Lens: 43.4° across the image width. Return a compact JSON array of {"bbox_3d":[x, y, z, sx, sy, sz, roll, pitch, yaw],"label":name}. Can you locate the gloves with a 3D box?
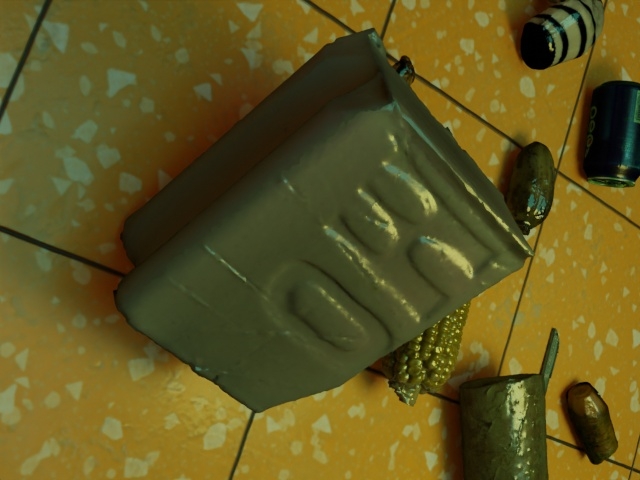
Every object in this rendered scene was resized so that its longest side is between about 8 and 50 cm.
[{"bbox_3d":[0.474,-0.413,1.526,0.218,0.131,0.140,-33,113,-19],"label":"gloves"}]

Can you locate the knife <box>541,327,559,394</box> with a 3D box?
[{"bbox_3d":[0.446,0.278,1.603,0.028,0.015,0.210,25,78,-27],"label":"knife"}]

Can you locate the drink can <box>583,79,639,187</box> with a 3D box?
[{"bbox_3d":[0.598,-0.213,1.624,0.118,0.118,0.205,12,85,-34],"label":"drink can"}]

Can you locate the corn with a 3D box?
[{"bbox_3d":[0.190,0.107,1.351,0.130,0.130,0.347,28,73,-32],"label":"corn"}]

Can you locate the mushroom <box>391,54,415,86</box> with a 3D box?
[{"bbox_3d":[0.068,-0.136,1.246,0.301,0.233,0.208,-20,59,-45],"label":"mushroom"}]

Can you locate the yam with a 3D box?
[{"bbox_3d":[0.329,0.363,1.440,0.161,0.161,0.268,-8,94,-34],"label":"yam"}]

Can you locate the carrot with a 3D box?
[{"bbox_3d":[0.558,0.374,1.645,0.082,0.082,0.173,-37,109,-28],"label":"carrot"}]

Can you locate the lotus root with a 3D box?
[{"bbox_3d":[0.394,-0.097,1.509,0.089,0.080,0.180,17,78,-20],"label":"lotus root"}]

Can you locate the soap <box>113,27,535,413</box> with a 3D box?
[{"bbox_3d":[0.000,0.000,1.048,0.435,0.213,0.350,-36,123,14],"label":"soap"}]
